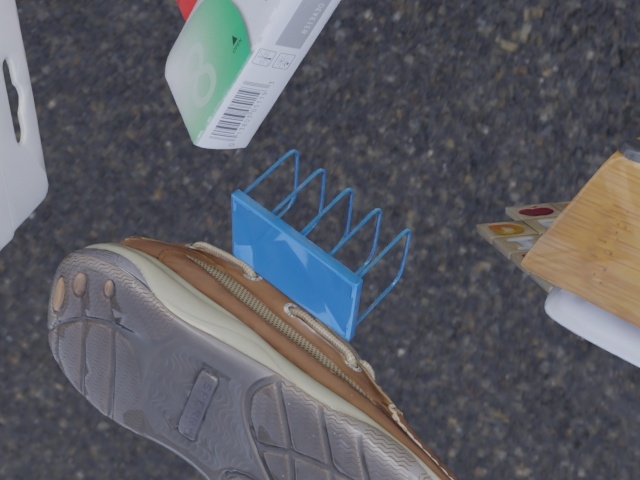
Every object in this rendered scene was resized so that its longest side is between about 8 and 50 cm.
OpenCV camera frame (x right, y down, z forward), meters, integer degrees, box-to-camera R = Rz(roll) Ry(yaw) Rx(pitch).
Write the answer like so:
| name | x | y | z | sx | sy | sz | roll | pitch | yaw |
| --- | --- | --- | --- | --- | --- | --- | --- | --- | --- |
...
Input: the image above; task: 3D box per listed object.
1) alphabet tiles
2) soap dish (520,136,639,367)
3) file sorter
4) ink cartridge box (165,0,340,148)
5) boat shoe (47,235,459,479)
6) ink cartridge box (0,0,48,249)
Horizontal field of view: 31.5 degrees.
| name | x | y | z | sx | sy | sz | roll | pitch | yaw |
| --- | --- | --- | --- | --- | --- | --- | --- | --- | --- |
| alphabet tiles | 0.342 | 0.003 | 1.243 | 0.285 | 0.342 | 0.011 | -6 | 108 | -10 |
| soap dish | 0.291 | 0.001 | 0.709 | 0.229 | 0.291 | 0.118 | 28 | 121 | 25 |
| file sorter | 0.000 | 0.000 | 1.231 | 0.170 | 0.104 | 0.118 | 36 | 151 | 19 |
| ink cartridge box | -0.076 | -0.212 | 0.898 | 0.056 | 0.225 | 0.181 | 1 | 138 | -39 |
| boat shoe | -0.009 | 0.098 | 0.648 | 0.324 | 0.116 | 0.123 | 40 | 123 | 16 |
| ink cartridge box | -0.325 | -0.049 | 0.779 | 0.119 | 0.353 | 0.207 | 3 | 117 | 13 |
